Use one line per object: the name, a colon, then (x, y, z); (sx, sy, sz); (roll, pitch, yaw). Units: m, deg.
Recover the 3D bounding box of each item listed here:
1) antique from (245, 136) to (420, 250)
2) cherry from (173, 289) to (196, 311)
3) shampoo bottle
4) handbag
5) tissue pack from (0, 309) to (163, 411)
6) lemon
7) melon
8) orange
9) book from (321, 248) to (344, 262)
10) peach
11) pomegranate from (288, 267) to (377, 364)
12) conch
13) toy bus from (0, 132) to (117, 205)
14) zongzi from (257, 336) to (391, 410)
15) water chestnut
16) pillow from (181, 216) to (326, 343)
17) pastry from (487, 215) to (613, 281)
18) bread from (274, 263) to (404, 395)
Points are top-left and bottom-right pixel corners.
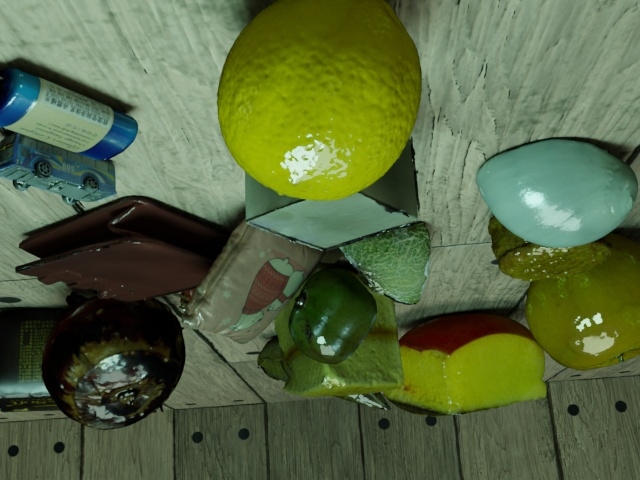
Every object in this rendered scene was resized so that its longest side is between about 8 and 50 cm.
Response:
antique: (0.013, -0.082, 0.875); (0.146, 0.148, 0.152); (-19, 155, 35)
cherry: (-0.250, 0.098, 1.450); (0.225, 0.090, 0.107); (18, 168, -29)
shampoo bottle: (-0.289, -0.135, 0.811); (0.087, 0.050, 0.183); (-14, 159, 36)
handbag: (-0.302, 0.028, 1.233); (0.275, 0.084, 0.260); (-15, 159, 30)
tissue pack: (-0.509, 0.258, 1.684); (0.369, 0.210, 0.198); (3, 154, -16)
lemon: (0.000, -0.132, 0.685); (0.178, 0.203, 0.178); (23, -164, -7)
melon: (0.123, 0.017, 1.299); (0.139, 0.093, 0.202); (-46, 127, 13)
orange: (0.512, 0.110, 1.420); (0.279, 0.235, 0.279); (-17, 160, -7)
book: (0.000, 0.000, 1.313); (0.138, 0.016, 0.198); (4, 159, -23)
peach: (0.346, 0.305, 1.941); (0.380, 0.243, 0.306); (-11, -175, -10)
pomegranate: (0.025, 0.126, 1.279); (0.131, 0.152, 0.191); (35, -176, 16)
conch: (0.330, -0.066, 1.072); (0.221, 0.121, 0.185); (1, 131, -1)
toy bus: (-0.319, -0.085, 0.934); (0.051, 0.061, 0.153); (-18, 158, 31)
zongzi: (0.013, 0.357, 2.003); (0.286, 0.138, 0.300); (-22, 116, 45)
water chestnut: (-0.404, 0.206, 1.488); (0.300, 0.300, 0.300); (-4, 161, -1)
pillow: (-0.102, 0.061, 1.206); (0.223, 0.084, 0.236); (-51, 154, -1)
pastry: (0.370, -0.003, 1.245); (0.188, 0.103, 0.189); (-4, 161, -1)
bread: (-0.033, 0.209, 1.570); (0.245, 0.233, 0.361); (9, 159, -45)
